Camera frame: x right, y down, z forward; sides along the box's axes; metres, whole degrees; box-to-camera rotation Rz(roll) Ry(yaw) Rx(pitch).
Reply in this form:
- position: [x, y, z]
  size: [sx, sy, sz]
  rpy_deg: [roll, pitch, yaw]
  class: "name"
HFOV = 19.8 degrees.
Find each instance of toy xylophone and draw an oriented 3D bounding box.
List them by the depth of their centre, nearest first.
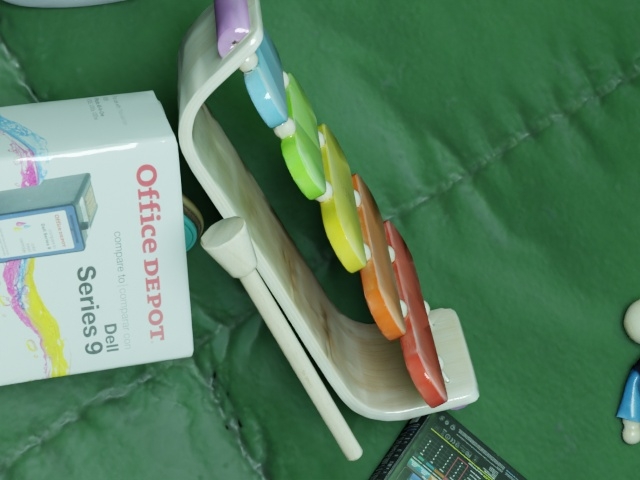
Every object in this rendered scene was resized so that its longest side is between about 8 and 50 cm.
- position: [0.000, 0.000, 1.169]
  size: [0.081, 0.236, 0.322]
  rpy_deg: [-27, 125, 10]
  class: "toy xylophone"

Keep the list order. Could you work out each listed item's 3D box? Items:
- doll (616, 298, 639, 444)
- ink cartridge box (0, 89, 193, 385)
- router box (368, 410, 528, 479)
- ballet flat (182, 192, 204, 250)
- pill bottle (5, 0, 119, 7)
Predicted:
- position: [0.285, 0.125, 1.365]
  size: [0.129, 0.046, 0.189]
  rpy_deg: [-30, 85, -14]
  class: "doll"
- position: [-0.191, 0.002, 1.130]
  size: [0.212, 0.093, 0.154]
  rpy_deg: [-8, 116, -14]
  class: "ink cartridge box"
- position: [0.094, 0.188, 1.284]
  size: [0.122, 0.038, 0.092]
  rpy_deg: [41, 68, -9]
  class: "router box"
- position: [-0.188, -0.045, 1.207]
  size: [0.232, 0.080, 0.073]
  rpy_deg: [10, 45, -21]
  class: "ballet flat"
- position: [-0.172, -0.290, 1.225]
  size: [0.136, 0.136, 0.245]
  rpy_deg: [-5, 81, -22]
  class: "pill bottle"
